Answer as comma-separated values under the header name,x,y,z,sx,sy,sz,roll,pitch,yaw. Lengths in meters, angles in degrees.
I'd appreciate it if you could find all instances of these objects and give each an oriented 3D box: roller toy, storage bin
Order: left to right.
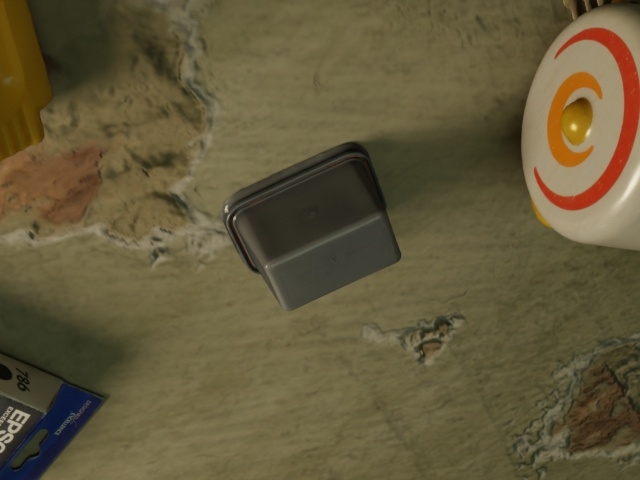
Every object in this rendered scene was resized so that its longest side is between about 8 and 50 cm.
name,x,y,z,sx,sy,sz,roll,pitch,yaw
storage bin,0.000,0.000,0.937,0.135,0.091,0.098,-24,127,-3
roller toy,0.254,-0.088,0.911,0.146,0.209,0.191,6,99,-23

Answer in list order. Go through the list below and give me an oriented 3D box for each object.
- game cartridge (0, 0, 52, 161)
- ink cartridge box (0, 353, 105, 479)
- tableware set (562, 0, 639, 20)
name,x,y,z,sx,sy,sz,roll,pitch,yaw
game cartridge,-0.324,-0.122,0.672,0.324,0.053,0.285,-34,133,-31
ink cartridge box,-0.350,0.143,0.923,0.333,0.065,0.165,29,108,-34
tableware set,0.235,-0.238,0.905,0.104,0.024,0.154,-28,127,-1
